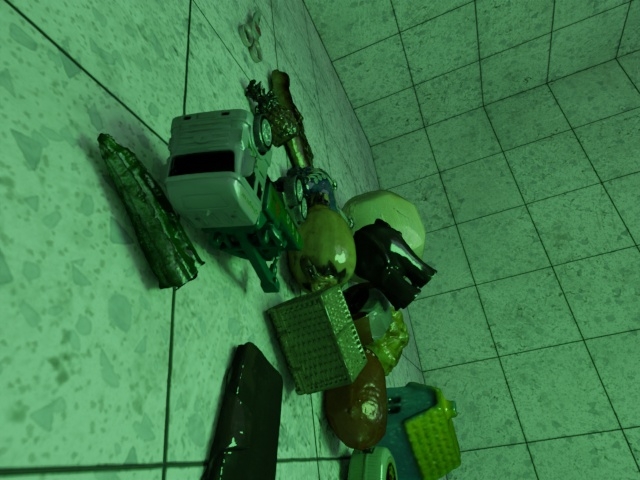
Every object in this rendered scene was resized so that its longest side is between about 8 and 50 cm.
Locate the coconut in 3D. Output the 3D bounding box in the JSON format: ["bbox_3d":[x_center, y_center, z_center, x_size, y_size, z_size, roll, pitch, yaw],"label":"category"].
[{"bbox_3d":[0.223,0.010,1.592,0.346,0.346,0.361,49,27,-55],"label":"coconut"}]

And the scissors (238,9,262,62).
[{"bbox_3d":[-0.217,-0.682,1.366,0.118,0.030,0.242,55,28,-48],"label":"scissors"}]

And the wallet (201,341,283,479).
[{"bbox_3d":[-0.112,0.327,0.681,0.310,0.042,0.165,-87,156,-50],"label":"wallet"}]

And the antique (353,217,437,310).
[{"bbox_3d":[0.190,0.060,1.226,0.255,0.185,0.322,41,-3,11],"label":"antique"}]

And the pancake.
[{"bbox_3d":[-0.073,-0.371,1.473,0.305,0.066,0.427,34,40,-68],"label":"pancake"}]

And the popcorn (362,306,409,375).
[{"bbox_3d":[0.198,0.342,1.459,0.233,0.192,0.266,-61,144,-26],"label":"popcorn"}]

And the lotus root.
[{"bbox_3d":[0.000,0.000,1.132,0.183,0.182,0.310,53,25,-50],"label":"lotus root"}]

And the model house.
[{"bbox_3d":[0.276,0.579,1.285,0.237,0.303,0.215,70,23,-14],"label":"model house"}]

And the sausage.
[{"bbox_3d":[0.094,0.401,1.087,0.141,0.153,0.268,42,28,-20],"label":"sausage"}]

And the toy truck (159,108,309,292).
[{"bbox_3d":[-0.126,-0.056,0.735,0.363,0.176,0.178,67,23,-58],"label":"toy truck"}]

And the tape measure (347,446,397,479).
[{"bbox_3d":[0.135,0.637,1.072,0.207,0.115,0.235,-82,155,-44],"label":"tape measure"}]

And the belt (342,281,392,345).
[{"bbox_3d":[0.122,0.225,1.302,0.261,0.183,0.105,-59,131,-69],"label":"belt"}]

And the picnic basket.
[{"bbox_3d":[-0.013,0.214,0.923,0.197,0.154,0.134,69,21,1],"label":"picnic basket"}]

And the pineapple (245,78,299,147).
[{"bbox_3d":[-0.145,-0.363,1.190,0.198,0.108,0.108,54,21,-15],"label":"pineapple"}]

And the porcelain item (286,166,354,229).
[{"bbox_3d":[-0.005,-0.098,1.299,0.186,0.137,0.288,-1,72,-66],"label":"porcelain item"}]

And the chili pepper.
[{"bbox_3d":[-0.243,-0.042,0.584,0.088,0.059,0.227,-82,149,-68],"label":"chili pepper"}]
